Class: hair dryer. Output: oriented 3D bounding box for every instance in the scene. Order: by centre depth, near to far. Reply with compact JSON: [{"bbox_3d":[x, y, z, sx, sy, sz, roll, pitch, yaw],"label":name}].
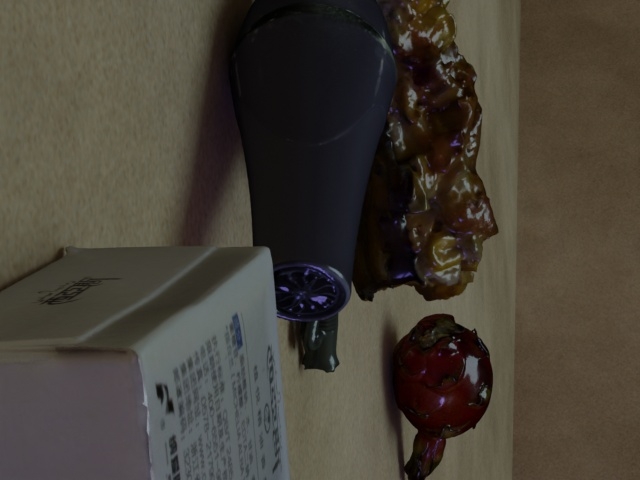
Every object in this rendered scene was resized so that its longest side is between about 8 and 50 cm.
[{"bbox_3d":[0.000,0.000,1.040,0.361,0.121,0.301,85,6,-50],"label":"hair dryer"}]

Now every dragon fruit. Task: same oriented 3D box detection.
[{"bbox_3d":[0.134,0.196,1.605,0.125,0.125,0.246,-122,-143,-59],"label":"dragon fruit"}]

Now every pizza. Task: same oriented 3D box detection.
[{"bbox_3d":[0.068,-0.080,1.175,0.277,0.114,0.408,-117,-163,-48],"label":"pizza"}]

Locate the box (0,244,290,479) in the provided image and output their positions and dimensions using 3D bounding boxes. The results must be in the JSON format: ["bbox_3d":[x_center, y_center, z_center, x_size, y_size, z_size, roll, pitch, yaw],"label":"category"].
[{"bbox_3d":[-0.086,0.153,0.617,0.203,0.116,0.274,-43,130,-73],"label":"box"}]
